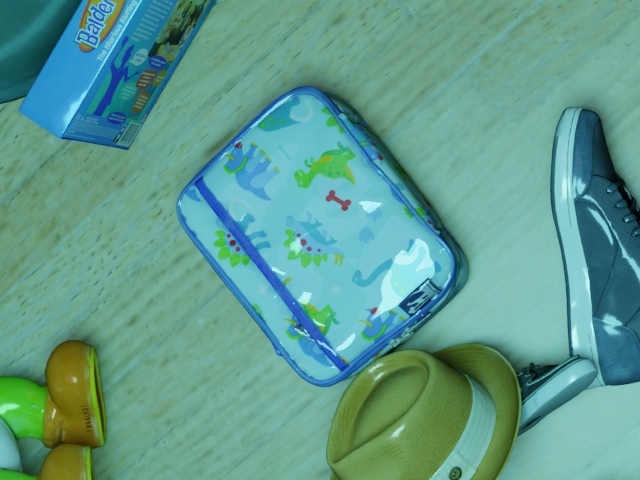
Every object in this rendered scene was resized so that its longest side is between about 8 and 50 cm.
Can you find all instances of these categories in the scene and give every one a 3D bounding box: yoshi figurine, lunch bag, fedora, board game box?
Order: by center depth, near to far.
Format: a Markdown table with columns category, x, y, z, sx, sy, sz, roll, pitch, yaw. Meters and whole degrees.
| category | x | y | z | sx | sy | sz | roll | pitch | yaw |
| --- | --- | --- | --- | --- | --- | --- | --- | --- | --- |
| fedora | 0.064 | 0.148 | 1.285 | 0.194 | 0.194 | 0.079 | -41 | 122 | 9 |
| yoshi figurine | -0.364 | 0.156 | 1.337 | 0.362 | 0.203 | 0.203 | -3 | 93 | -1 |
| board game box | -0.148 | -0.178 | 1.342 | 0.047 | 0.160 | 0.210 | 33 | 96 | 11 |
| lunch bag | 0.000 | 0.000 | 1.347 | 0.176 | 0.090 | 0.219 | -39 | 81 | 13 |

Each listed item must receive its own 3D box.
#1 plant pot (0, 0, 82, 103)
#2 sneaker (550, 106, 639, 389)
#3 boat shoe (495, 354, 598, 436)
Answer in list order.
| category | x | y | z | sx | sy | sz | roll | pitch | yaw |
| --- | --- | --- | --- | --- | --- | --- | --- | --- | --- |
| plant pot | -0.347 | -0.289 | 1.299 | 0.341 | 0.334 | 0.341 | 0 | 90 | 12 |
| sneaker | 0.269 | 0.000 | 1.278 | 0.163 | 0.086 | 0.226 | -6 | 98 | 23 |
| boat shoe | 0.166 | 0.121 | 1.298 | 0.040 | 0.049 | 0.142 | 62 | 143 | 16 |
